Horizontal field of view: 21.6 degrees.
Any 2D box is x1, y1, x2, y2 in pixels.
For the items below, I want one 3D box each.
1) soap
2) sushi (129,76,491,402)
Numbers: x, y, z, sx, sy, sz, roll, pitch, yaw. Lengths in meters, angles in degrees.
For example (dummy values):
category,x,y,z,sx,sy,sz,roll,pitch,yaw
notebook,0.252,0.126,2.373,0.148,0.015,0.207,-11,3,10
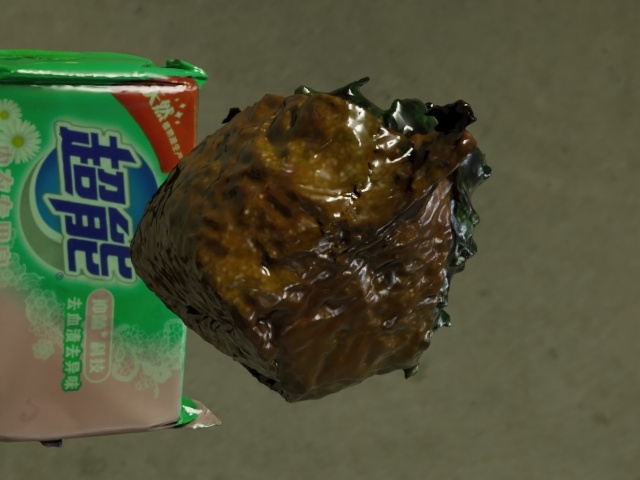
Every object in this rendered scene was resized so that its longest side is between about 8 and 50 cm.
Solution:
category,x,y,z,sx,sy,sz,roll,pitch,yaw
soap,-0.170,0.004,1.180,0.217,0.098,0.273,-2,106,-25
sushi,-0.001,0.000,0.798,0.149,0.287,0.140,42,79,-6
